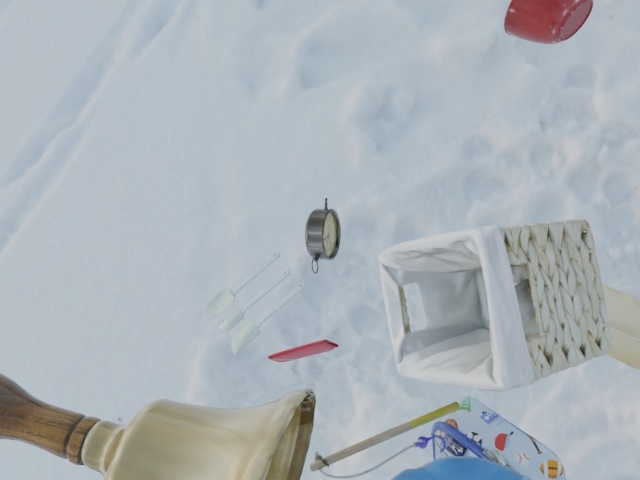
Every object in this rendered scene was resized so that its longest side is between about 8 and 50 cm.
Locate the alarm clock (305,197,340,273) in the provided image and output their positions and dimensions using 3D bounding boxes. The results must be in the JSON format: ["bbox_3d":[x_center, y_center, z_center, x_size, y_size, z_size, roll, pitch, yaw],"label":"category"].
[{"bbox_3d":[0.000,0.000,1.700,0.064,0.129,0.192,-1,53,19],"label":"alarm clock"}]

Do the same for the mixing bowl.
[{"bbox_3d":[0.449,-0.444,1.286,0.181,0.181,0.098,-43,66,-2],"label":"mixing bowl"}]

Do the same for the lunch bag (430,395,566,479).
[{"bbox_3d":[0.312,0.430,1.189,0.115,0.303,0.243,-34,44,-23],"label":"lunch bag"}]

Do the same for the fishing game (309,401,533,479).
[{"bbox_3d":[0.101,0.243,0.480,0.189,0.041,0.264,-19,51,0],"label":"fishing game"}]

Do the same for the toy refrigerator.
[{"bbox_3d":[0.611,0.180,1.318,0.102,0.094,0.269,-36,36,-22],"label":"toy refrigerator"}]

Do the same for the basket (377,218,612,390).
[{"bbox_3d":[0.130,0.048,0.531,0.103,0.167,0.113,-8,86,-20],"label":"basket"}]

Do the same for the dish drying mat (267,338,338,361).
[{"bbox_3d":[-0.021,0.134,0.815,0.083,0.032,0.008,-19,61,27],"label":"dish drying mat"}]

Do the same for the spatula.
[{"bbox_3d":[-0.163,0.143,1.679,0.242,0.019,0.168,-42,56,1],"label":"spatula"}]

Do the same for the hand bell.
[{"bbox_3d":[-0.135,0.105,0.372,0.242,0.126,0.126,16,71,12],"label":"hand bell"}]
